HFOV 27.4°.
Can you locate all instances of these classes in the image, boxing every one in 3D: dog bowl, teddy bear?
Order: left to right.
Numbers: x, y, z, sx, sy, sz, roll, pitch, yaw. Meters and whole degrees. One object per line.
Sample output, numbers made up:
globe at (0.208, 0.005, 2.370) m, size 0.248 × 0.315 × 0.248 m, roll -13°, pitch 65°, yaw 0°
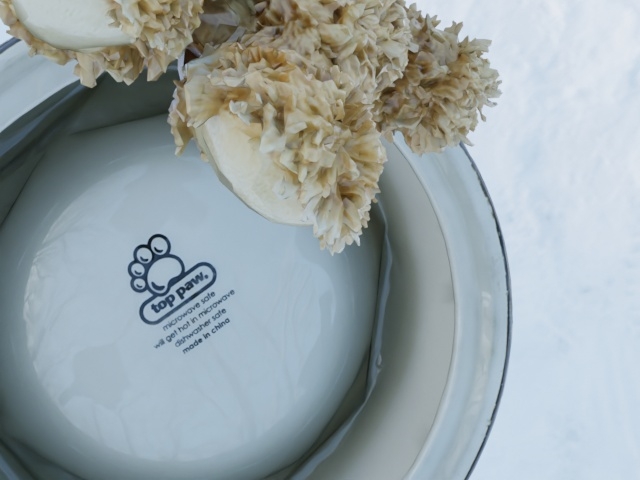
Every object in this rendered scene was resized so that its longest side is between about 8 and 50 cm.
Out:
dog bowl at (-0.090, 0.048, 0.854) m, size 0.407 × 0.150 × 0.408 m, roll -2°, pitch 97°, yaw -15°
teddy bear at (-0.020, -0.128, 0.533) m, size 0.245 × 0.113 × 0.338 m, roll 45°, pitch 25°, yaw 1°
